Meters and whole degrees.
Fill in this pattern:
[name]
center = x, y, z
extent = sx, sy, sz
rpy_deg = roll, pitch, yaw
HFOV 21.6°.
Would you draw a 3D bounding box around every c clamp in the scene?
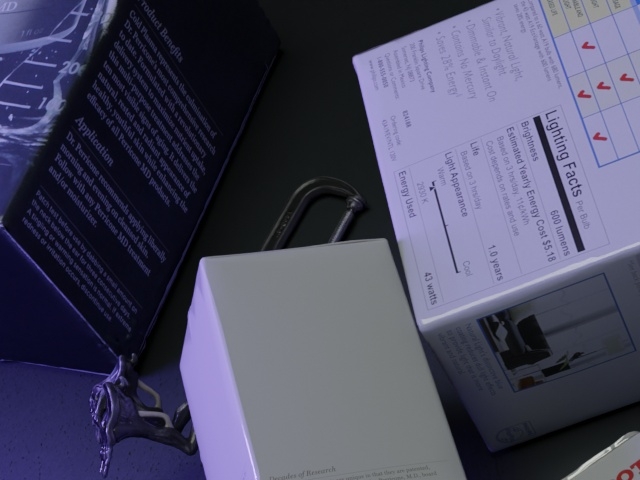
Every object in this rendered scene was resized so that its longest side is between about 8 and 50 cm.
[c clamp]
center = 0.000, 0.000, 1.794
extent = 0.137, 0.022, 0.161
rpy_deg = 5, 59, 36

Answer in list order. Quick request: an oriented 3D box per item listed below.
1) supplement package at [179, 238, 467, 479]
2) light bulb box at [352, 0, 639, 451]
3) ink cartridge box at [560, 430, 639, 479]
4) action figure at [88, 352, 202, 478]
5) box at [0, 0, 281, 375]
[supplement package]
center = 0.000, 0.170, 1.429
extent = 0.175, 0.177, 0.293
rpy_deg = -6, 56, -16
[light bulb box]
center = 0.256, -0.053, 1.563
extent = 0.361, 0.225, 0.358
rpy_deg = -20, 48, 11
[ink cartridge box]
center = 0.269, 0.320, 1.342
extent = 0.201, 0.117, 0.278
rpy_deg = -34, 48, -1
[action figure]
center = -0.081, 0.181, 1.615
extent = 0.275, 0.141, 0.164
rpy_deg = 3, 14, -17
[box]
center = -0.373, -0.138, 1.907
extent = 0.479, 0.297, 0.472
rpy_deg = 5, 56, 30
